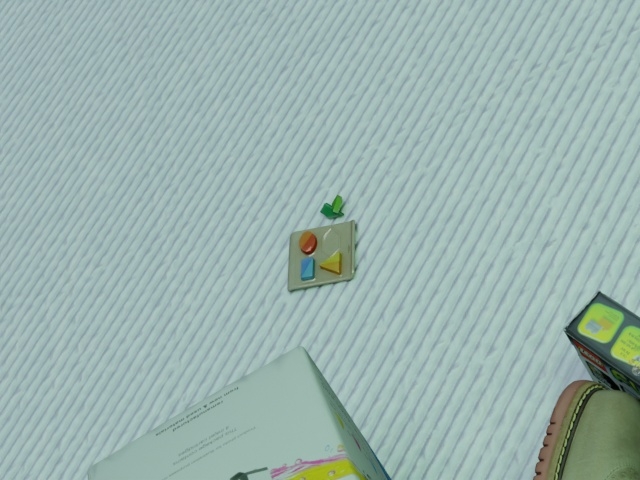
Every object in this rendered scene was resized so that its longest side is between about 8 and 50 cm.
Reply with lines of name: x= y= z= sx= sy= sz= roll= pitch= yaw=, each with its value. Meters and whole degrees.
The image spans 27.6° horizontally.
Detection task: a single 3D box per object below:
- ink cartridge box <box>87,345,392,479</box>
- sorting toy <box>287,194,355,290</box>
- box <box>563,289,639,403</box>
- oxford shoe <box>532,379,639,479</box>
ink cartridge box: x=-0.020 y=0.217 z=0.783 sx=0.168 sy=0.171 sz=0.232 roll=-30 pitch=29 yaw=2
sorting toy: x=0.000 y=0.000 z=1.077 sx=0.062 sy=0.012 sz=0.083 roll=-13 pitch=53 yaw=21
box: x=0.246 y=0.120 z=0.790 sx=0.036 sy=0.114 sz=0.207 roll=-46 pitch=49 yaw=-7
oxford shoe: x=0.192 y=0.242 z=0.726 sx=0.130 sy=0.123 sz=0.348 roll=-14 pitch=63 yaw=30
